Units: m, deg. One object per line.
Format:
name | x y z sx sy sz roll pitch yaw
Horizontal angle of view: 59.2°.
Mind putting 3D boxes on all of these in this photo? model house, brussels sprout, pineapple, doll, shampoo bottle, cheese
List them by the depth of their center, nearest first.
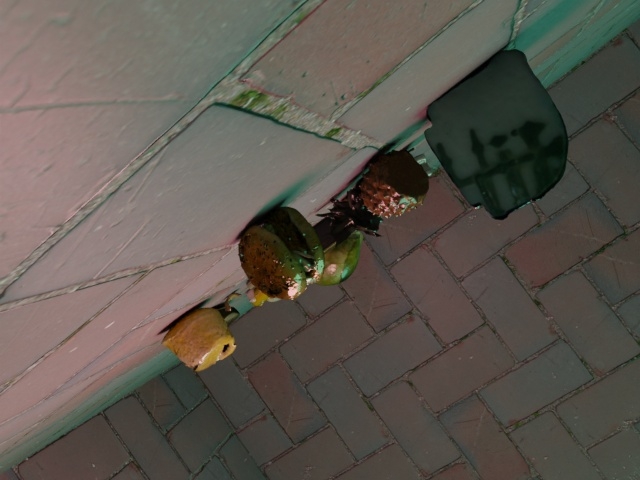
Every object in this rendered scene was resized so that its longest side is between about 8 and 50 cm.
model house | 0.388 -0.207 1.277 0.252 0.294 0.329 -32 174 9
pineapple | 0.121 -0.086 1.421 0.165 0.165 0.364 -33 176 -36
cheese | -0.326 0.220 2.048 0.084 0.041 0.060 -51 -174 -9
shampoo bottle | -0.391 0.303 2.167 0.126 0.084 0.350 -38 177 3
brussels sprout | 0.049 0.052 2.209 0.271 0.210 0.219 -51 -176 -10
doll | -0.209 0.211 2.457 0.252 0.111 0.237 -23 158 -40

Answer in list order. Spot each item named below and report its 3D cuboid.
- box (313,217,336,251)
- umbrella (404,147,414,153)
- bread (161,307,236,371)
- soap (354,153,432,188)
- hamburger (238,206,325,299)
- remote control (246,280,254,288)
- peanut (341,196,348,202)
box | 0.000 0.000 1.883 0.144 0.090 0.201 -36 176 -3
umbrella | 0.204 -0.217 1.554 0.165 0.025 0.027 -33 -158 -26
bread | -0.364 0.296 1.692 0.197 0.170 0.197 -35 163 -12
soap | 0.200 -0.164 1.562 0.198 0.066 0.119 -27 -178 -4
hamburger | -0.076 0.030 1.073 0.113 0.177 0.185 -26 -161 -30
remote control | -0.163 0.094 1.985 0.233 0.038 0.098 -39 176 24
peanut | 0.099 -0.093 1.690 0.082 0.082 0.187 -36 177 0
